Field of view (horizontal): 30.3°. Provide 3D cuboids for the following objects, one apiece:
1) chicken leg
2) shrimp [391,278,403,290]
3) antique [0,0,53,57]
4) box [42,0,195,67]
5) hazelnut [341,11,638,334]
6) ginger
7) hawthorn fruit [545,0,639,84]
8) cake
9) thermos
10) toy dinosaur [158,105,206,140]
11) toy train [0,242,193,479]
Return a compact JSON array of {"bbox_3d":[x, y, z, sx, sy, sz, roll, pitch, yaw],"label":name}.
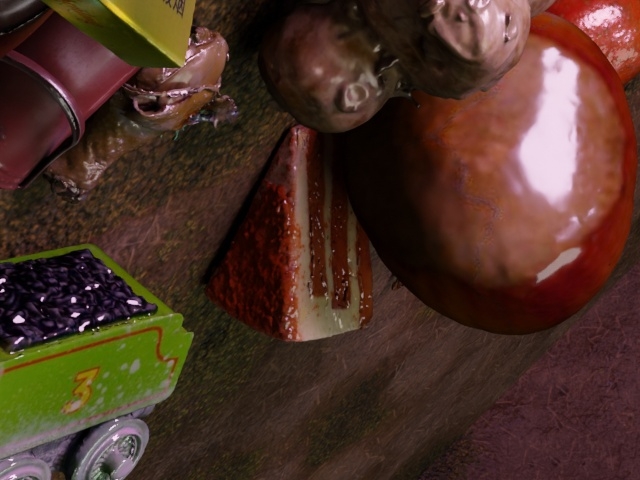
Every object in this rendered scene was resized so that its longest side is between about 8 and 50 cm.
[{"bbox_3d":[-0.158,-0.109,1.024,0.196,0.080,0.125,-36,157,-11],"label":"chicken leg"},{"bbox_3d":[0.131,0.030,1.817,0.091,0.025,0.127,-15,138,-51],"label":"shrimp"},{"bbox_3d":[-0.225,-0.210,0.669,0.223,0.129,0.278,-37,154,-20],"label":"antique"},{"bbox_3d":[-0.104,-0.272,0.659,0.173,0.043,0.311,36,61,-67],"label":"box"},{"bbox_3d":[0.198,-0.076,1.316,0.366,0.366,0.366,-37,156,-20],"label":"hazelnut"},{"bbox_3d":[0.120,-0.245,1.116,0.375,0.176,0.256,-44,-158,-31],"label":"ginger"},{"bbox_3d":[0.327,-0.264,1.482,0.189,0.189,0.189,-37,156,-20],"label":"hawthorn fruit"},{"bbox_3d":[0.000,0.000,1.369,0.158,0.159,0.262,-12,139,-48],"label":"cake"},{"bbox_3d":[-0.213,-0.108,0.854,0.232,0.099,0.124,-42,-159,12],"label":"thermos"},{"bbox_3d":[-0.132,-0.125,1.110,0.062,0.021,0.083,-35,157,-23],"label":"toy dinosaur"},{"bbox_3d":[-0.275,0.136,1.130,0.307,0.173,0.249,-13,132,-52],"label":"toy train"}]
